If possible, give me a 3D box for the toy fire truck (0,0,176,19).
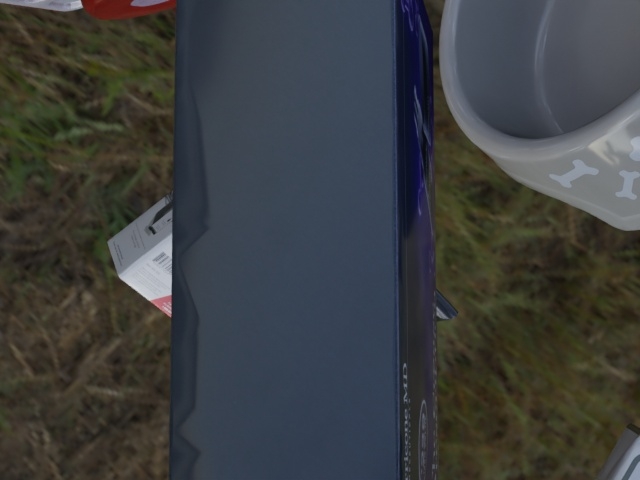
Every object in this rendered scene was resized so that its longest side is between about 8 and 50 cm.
[{"bbox_3d":[-0.173,-0.224,0.983,0.302,0.254,0.169,-14,87,-66],"label":"toy fire truck"}]

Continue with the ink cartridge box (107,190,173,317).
[{"bbox_3d":[-0.118,0.002,1.311,0.135,0.056,0.099,-37,134,10],"label":"ink cartridge box"}]

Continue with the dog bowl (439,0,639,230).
[{"bbox_3d":[0.224,-0.186,1.010,0.102,0.349,0.349,23,100,-32],"label":"dog bowl"}]

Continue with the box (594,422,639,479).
[{"bbox_3d":[0.222,0.225,0.594,0.169,0.290,0.087,-61,170,0],"label":"box"}]

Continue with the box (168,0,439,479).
[{"bbox_3d":[0.000,0.000,0.644,0.184,0.103,0.261,36,53,-75],"label":"box"}]

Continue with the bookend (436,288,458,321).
[{"bbox_3d":[0.019,0.112,1.200,0.072,0.157,0.156,45,51,-33],"label":"bookend"}]
